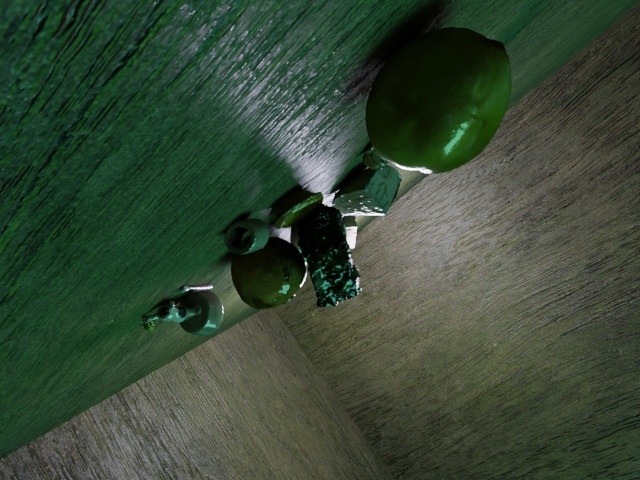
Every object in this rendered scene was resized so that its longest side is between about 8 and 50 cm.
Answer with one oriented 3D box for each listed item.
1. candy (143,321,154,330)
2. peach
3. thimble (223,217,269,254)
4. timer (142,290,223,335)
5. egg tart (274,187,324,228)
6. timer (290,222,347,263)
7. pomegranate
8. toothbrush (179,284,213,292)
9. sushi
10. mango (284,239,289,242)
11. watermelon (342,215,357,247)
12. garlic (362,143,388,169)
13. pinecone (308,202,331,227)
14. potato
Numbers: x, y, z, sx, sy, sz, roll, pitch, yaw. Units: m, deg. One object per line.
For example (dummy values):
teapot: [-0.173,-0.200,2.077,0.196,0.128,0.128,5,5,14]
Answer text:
candy: [-0.636,0.303,1.820,0.035,0.035,0.123,-45,168,-25]
peach: [0.264,-0.304,1.107,0.281,0.314,0.316,11,115,-37]
thimble: [-0.219,-0.012,1.467,0.115,0.102,0.090,-48,168,22]
timer: [-0.505,0.265,1.812,0.175,0.175,0.266,-39,157,17]
egg tart: [-0.081,-0.109,1.613,0.191,0.074,0.191,-35,173,-5]
timer: [0.000,0.000,1.985,0.233,0.240,0.234,-11,126,-15]
pomegranate: [-0.194,0.121,1.809,0.281,0.281,0.281,-36,173,-5]
toothbrush: [-0.463,0.180,1.862,0.025,0.020,0.286,-29,173,6]
sushi: [0.030,0.064,1.759,0.178,0.352,0.294,-15,-154,3]
mango: [-0.206,0.065,2.112,0.184,0.085,0.102,-47,171,0]
watermelon: [0.127,-0.049,2.663,0.256,0.176,0.260,-41,154,-35]
garlic: [0.196,-0.300,1.711,0.113,0.094,0.074,-47,-151,30]
pinecone: [0.000,-0.082,1.607,0.077,0.077,0.083,-30,140,-41]
potato: [0.160,-0.222,1.999,0.264,0.211,0.190,-1,-119,39]
